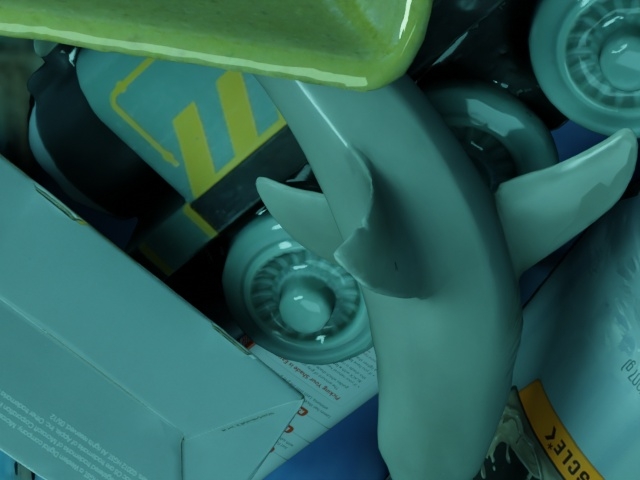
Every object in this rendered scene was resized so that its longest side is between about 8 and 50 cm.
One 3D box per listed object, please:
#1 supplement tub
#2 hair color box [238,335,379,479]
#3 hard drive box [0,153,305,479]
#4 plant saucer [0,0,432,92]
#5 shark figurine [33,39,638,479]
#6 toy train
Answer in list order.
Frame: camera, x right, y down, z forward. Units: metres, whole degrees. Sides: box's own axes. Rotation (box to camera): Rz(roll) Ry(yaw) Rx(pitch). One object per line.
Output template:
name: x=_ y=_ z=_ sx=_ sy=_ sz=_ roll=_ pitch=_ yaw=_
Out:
supplement tub: x=0.140 y=0.146 z=0.833 sx=0.207 sy=0.207 sz=0.338 roll=23 pitch=125 yaw=-16
hair color box: x=-0.013 y=0.061 z=0.873 sx=0.072 sy=0.043 sz=0.141 roll=37 pitch=120 yaw=-25
hard drive box: x=-0.142 y=0.030 z=0.731 sx=0.181 sy=0.232 sz=0.089 roll=41 pitch=78 yaw=-28
plant saucer: x=-0.108 y=-0.238 z=0.548 sx=0.332 sy=0.081 sz=0.333 roll=8 pitch=103 yaw=-10
shark figurine: x=-0.004 y=-0.027 z=0.608 sx=0.166 sy=0.116 sz=0.278 roll=-39 pitch=99 yaw=28
toy train: x=0.026 y=-0.090 z=0.703 sx=0.190 sy=0.142 sz=0.334 roll=44 pitch=120 yaw=-15
